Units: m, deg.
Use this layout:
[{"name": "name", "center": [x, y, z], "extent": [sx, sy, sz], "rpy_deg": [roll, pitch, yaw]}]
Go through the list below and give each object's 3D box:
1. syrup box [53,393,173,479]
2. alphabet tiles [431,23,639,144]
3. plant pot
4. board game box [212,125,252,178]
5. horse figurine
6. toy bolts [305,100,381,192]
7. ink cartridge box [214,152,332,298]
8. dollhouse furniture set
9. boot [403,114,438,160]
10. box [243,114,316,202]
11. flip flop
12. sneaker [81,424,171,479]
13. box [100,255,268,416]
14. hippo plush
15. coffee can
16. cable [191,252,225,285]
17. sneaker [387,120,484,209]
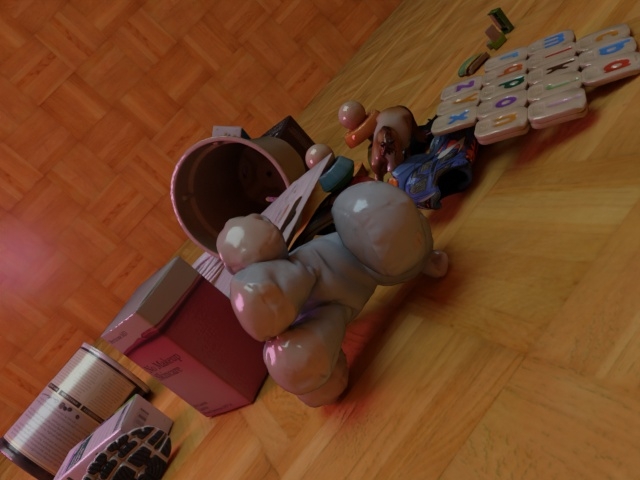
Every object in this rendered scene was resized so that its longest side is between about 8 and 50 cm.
[{"name": "syrup box", "center": [-0.400, 0.409, 1.052], "extent": [0.237, 0.096, 0.093], "rpy_deg": [-40, 18, 20]}, {"name": "alphabet tiles", "center": [0.303, -0.228, 0.802], "extent": [0.278, 0.021, 0.284], "rpy_deg": [-15, 31, 30]}, {"name": "plant pot", "center": [-0.187, -0.149, 1.518], "extent": [0.334, 0.334, 0.305], "rpy_deg": [-39, 7, 25]}, {"name": "board game box", "center": [-0.288, -0.193, 1.788], "extent": [0.224, 0.098, 0.303], "rpy_deg": [38, -124, -83]}, {"name": "horse figurine", "center": [0.127, -0.154, 0.928], "extent": [0.066, 0.174, 0.263], "rpy_deg": [0, 39, 21]}, {"name": "toy bolts", "center": [0.043, -0.174, 1.199], "extent": [0.218, 0.158, 0.228], "rpy_deg": [-31, 22, 43]}, {"name": "ink cartridge box", "center": [-0.099, 0.039, 1.067], "extent": [0.385, 0.091, 0.308], "rpy_deg": [-33, 26, 53]}, {"name": "dollhouse furniture set", "center": [0.354, -0.438, 1.222], "extent": [0.151, 0.058, 0.076], "rpy_deg": [-46, 16, 4]}, {"name": "boot", "center": [0.207, -0.199, 1.063], "extent": [0.099, 0.045, 0.121], "rpy_deg": [-20, 32, 46]}, {"name": "box", "center": [-0.122, -0.258, 1.763], "extent": [0.168, 0.167, 0.203], "rpy_deg": [-30, 25, 28]}, {"name": "flip flop", "center": [0.000, 0.000, 1.064], "extent": [0.277, 0.080, 0.112], "rpy_deg": [-53, 4, 43]}, {"name": "sneaker", "center": [-0.363, 0.422, 0.930], "extent": [0.275, 0.107, 0.110], "rpy_deg": [-49, 7, -8]}, {"name": "box", "center": [-0.208, 0.163, 0.902], "extent": [0.149, 0.232, 0.126], "rpy_deg": [-32, 22, 43]}, {"name": "hippo plush", "center": [0.043, 0.055, 0.685], "extent": [0.237, 0.234, 0.294], "rpy_deg": [-27, -24, 7]}, {"name": "coffee can", "center": [-0.562, 0.406, 1.277], "extent": [0.275, 0.201, 0.201], "rpy_deg": [-55, 18, -26]}, {"name": "cable", "center": [-0.309, 0.092, 1.587], "extent": [0.257, 0.089, 0.257], "rpy_deg": [-40, 17, 20]}, {"name": "sneaker", "center": [0.201, -0.113, 0.830], "extent": [0.221, 0.083, 0.087], "rpy_deg": [-43, 50, -20]}]
